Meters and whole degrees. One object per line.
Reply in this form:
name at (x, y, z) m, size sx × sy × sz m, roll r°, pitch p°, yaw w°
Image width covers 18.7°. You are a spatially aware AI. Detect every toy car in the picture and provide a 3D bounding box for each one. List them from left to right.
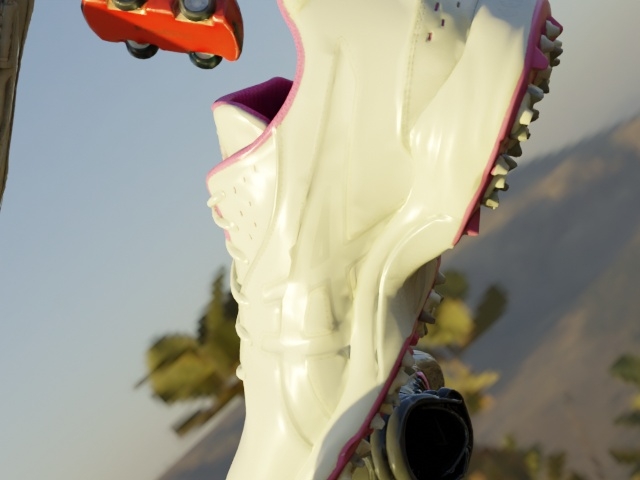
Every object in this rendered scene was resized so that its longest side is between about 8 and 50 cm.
toy car at (0.007, -0.117, 1.159) m, size 0.239 × 0.225 × 0.053 m, roll -7°, pitch 57°, yaw 41°

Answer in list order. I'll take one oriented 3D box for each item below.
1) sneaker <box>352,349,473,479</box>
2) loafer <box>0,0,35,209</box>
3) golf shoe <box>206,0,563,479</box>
sneaker at (0.082, 0.162, 1.680) m, size 0.147 × 0.104 × 0.296 m, roll -10°, pitch 10°, yaw 30°
loafer at (-0.232, -0.119, 1.191) m, size 0.111 × 0.112 × 0.319 m, roll -91°, pitch 4°, yaw -60°
golf shoe at (0.000, 0.000, 0.923) m, size 0.115 × 0.140 × 0.306 m, roll -63°, pitch -3°, yaw -67°
